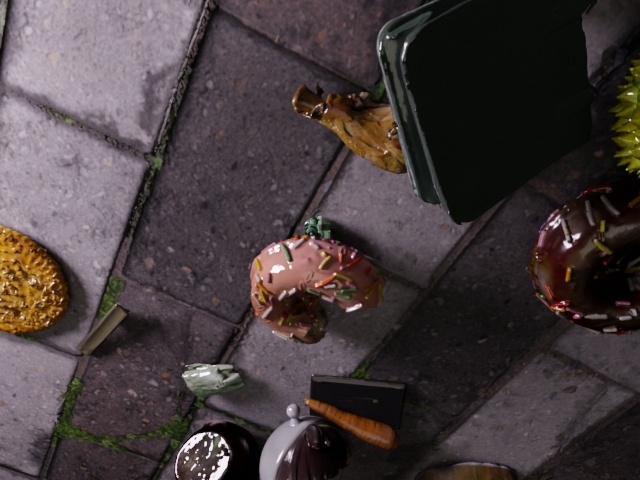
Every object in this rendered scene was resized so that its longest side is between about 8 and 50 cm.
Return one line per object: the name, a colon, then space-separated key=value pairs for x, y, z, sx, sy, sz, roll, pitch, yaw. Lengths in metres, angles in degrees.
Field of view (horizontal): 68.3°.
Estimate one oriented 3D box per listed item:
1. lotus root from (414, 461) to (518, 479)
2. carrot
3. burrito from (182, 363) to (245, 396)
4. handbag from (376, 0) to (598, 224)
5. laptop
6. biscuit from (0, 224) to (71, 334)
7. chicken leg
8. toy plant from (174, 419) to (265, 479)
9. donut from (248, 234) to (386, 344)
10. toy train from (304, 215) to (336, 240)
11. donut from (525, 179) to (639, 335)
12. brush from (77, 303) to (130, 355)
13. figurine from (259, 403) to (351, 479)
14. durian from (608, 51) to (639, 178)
lotus root: x=0.344 y=0.627 z=1.041 sx=0.272 sy=0.192 sz=0.272 roll=0 pitch=114 yaw=1
carrot: x=0.062 y=0.372 z=0.967 sx=0.216 sy=0.048 sz=0.048 roll=24 pitch=120 yaw=-1
burrito: x=-0.212 y=0.279 z=0.949 sx=0.118 sy=0.044 sz=0.074 roll=-10 pitch=116 yaw=15
handbag: x=0.216 y=-0.181 z=0.572 sx=0.260 sy=0.079 sz=0.247 roll=-29 pitch=120 yaw=-8
laptop: x=0.075 y=0.335 z=0.974 sx=0.197 sy=0.016 sz=0.135 roll=3 pitch=120 yaw=3
biscuit: x=-0.587 y=0.075 z=0.861 sx=0.254 sy=0.035 sz=0.254 roll=2 pitch=122 yaw=3
chicken leg: x=0.064 y=-0.162 z=0.637 sx=0.207 sy=0.085 sz=0.101 roll=23 pitch=145 yaw=-6
toy plant: x=-0.216 y=0.490 z=1.013 sx=0.218 sy=0.175 sz=0.235 roll=-12 pitch=145 yaw=5
donut: x=-0.022 y=0.084 z=0.766 sx=0.199 sy=0.085 sz=0.233 roll=32 pitch=133 yaw=-18
toy train: x=0.000 y=0.000 z=0.769 sx=0.053 sy=0.033 sz=0.083 roll=1 pitch=122 yaw=-1
donut: x=0.457 y=0.033 z=0.713 sx=0.269 sy=0.103 sz=0.270 roll=1 pitch=122 yaw=2
brush: x=-0.418 y=0.170 z=0.913 sx=0.034 sy=0.027 sz=0.190 roll=41 pitch=123 yaw=-14
figurine: x=-0.047 y=0.506 z=0.967 sx=0.167 sy=0.281 sz=0.370 roll=26 pitch=118 yaw=29
durian: x=0.461 y=-0.157 z=0.523 sx=0.224 sy=0.291 sz=0.291 roll=32 pitch=125 yaw=27
